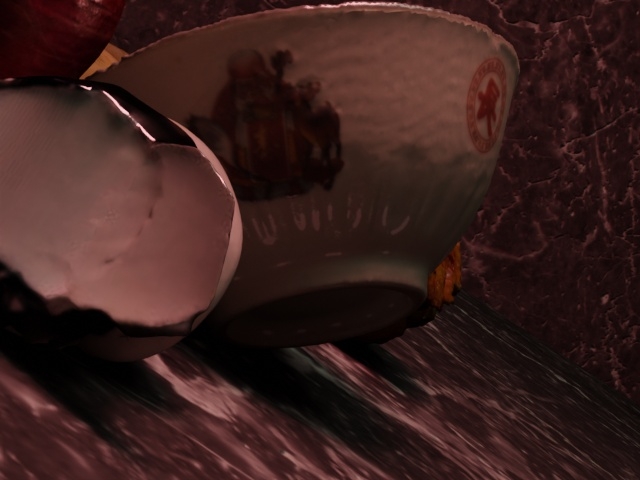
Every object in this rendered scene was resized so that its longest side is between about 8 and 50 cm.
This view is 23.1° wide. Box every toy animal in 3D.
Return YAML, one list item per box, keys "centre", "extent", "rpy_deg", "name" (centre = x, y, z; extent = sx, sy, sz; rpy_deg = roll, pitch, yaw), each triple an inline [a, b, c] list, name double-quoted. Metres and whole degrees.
- centre: [-0.110, -0.002, 0.806]
  extent: [0.166, 0.138, 0.179]
  rpy_deg: [56, 1, 11]
  name: "toy animal"

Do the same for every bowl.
- centre: [-0.014, -0.020, 1.072]
  extent: [0.337, 0.337, 0.157]
  rpy_deg: [25, 51, -62]
  name: "bowl"

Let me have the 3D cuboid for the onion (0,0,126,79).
- centre: [-0.215, -0.171, 1.002]
  extent: [0.161, 0.248, 0.248]
  rpy_deg: [42, 0, -29]
  name: "onion"

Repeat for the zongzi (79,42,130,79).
- centre: [-0.229, -0.122, 1.385]
  extent: [0.256, 0.115, 0.228]
  rpy_deg: [23, -7, 31]
  name: "zongzi"

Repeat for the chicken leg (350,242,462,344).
- centre: [0.011, 0.012, 1.402]
  extent: [0.211, 0.140, 0.361]
  rpy_deg: [13, -6, 28]
  name: "chicken leg"
